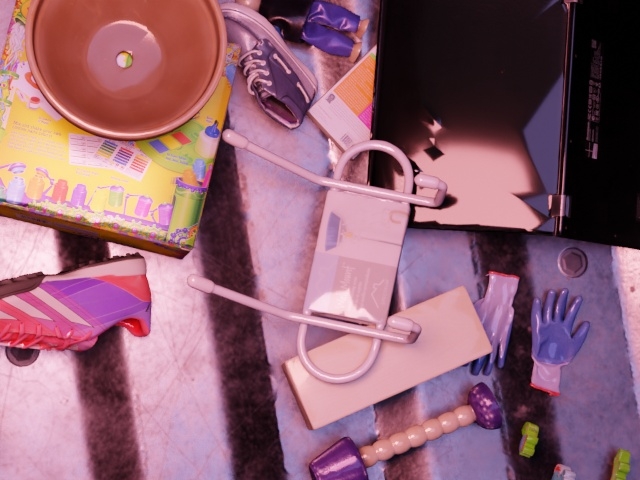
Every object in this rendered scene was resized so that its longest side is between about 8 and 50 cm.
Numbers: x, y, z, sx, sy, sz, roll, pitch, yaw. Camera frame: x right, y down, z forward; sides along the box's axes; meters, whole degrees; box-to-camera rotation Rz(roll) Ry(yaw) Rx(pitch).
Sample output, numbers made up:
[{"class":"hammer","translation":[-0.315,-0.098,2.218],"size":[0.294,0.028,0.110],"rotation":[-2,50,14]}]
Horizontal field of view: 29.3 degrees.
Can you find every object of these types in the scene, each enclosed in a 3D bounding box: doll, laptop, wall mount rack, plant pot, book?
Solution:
[{"class":"doll","translation":[-0.031,-0.311,1.737],"size":[0.189,0.046,0.129],"rotation":[19,81,-9]},{"class":"laptop","translation":[0.302,-0.190,1.786],"size":[0.408,0.236,0.381],"rotation":[7,86,-42]},{"class":"wall mount rack","translation":[0.000,0.000,1.619],"size":[0.304,0.130,0.350],"rotation":[11,73,3]},{"class":"plant pot","translation":[-0.235,-0.232,1.482],"size":[0.238,0.110,0.237],"rotation":[1,85,-10]},{"class":"book","translation":[0.063,-0.199,1.754],"size":[0.144,0.035,0.096],"rotation":[-45,97,-11]}]

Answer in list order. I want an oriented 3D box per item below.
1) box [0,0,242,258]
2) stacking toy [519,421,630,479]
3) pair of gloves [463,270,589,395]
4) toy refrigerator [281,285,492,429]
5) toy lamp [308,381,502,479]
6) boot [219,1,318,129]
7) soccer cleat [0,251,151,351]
[{"class":"box","translation":[-0.282,-0.146,1.609],"size":[0.290,0.177,0.279],"rotation":[15,83,-9]},{"class":"stacking toy","translation":[0.339,0.385,1.753],"size":[0.167,0.052,0.221],"rotation":[19,80,-11]},{"class":"pair of gloves","translation":[0.292,0.133,1.776],"size":[0.198,0.023,0.159],"rotation":[17,82,-10]},{"class":"toy refrigerator","translation":[0.090,0.163,1.695],"size":[0.270,0.094,0.102],"rotation":[-23,84,-9]},{"class":"toy lamp","translation":[0.117,0.282,1.702],"size":[0.275,0.080,0.080],"rotation":[-20,89,-11]},{"class":"boot","translation":[-0.081,-0.240,1.678],"size":[0.190,0.069,0.086],"rotation":[40,43,-21]},{"class":"soccer cleat","translation":[-0.348,0.097,1.561],"size":[0.318,0.109,0.116],"rotation":[-13,91,-44]}]
